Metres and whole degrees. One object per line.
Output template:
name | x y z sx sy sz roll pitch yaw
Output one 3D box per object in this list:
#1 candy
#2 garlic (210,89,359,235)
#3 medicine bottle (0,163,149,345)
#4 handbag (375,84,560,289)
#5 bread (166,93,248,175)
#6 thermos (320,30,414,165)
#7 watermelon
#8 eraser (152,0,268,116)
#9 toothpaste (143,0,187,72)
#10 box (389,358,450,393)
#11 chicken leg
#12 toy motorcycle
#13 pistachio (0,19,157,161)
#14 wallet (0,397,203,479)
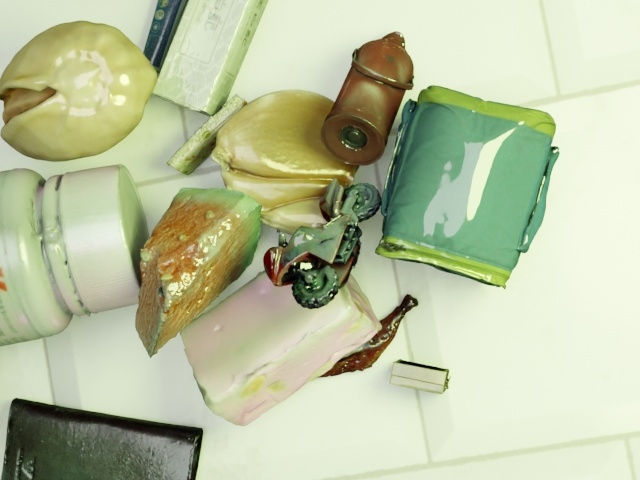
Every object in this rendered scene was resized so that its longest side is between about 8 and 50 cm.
candy | -0.062 0.134 1.563 0.265 0.116 0.155 -35 55 6
garlic | -0.048 -0.118 1.603 0.227 0.110 0.217 16 78 -8
medicine bottle | -0.426 0.019 1.588 0.324 0.256 0.256 -10 86 1
handbag | 0.197 -0.069 1.477 0.222 0.263 0.241 16 92 3
bread | -0.166 -0.159 1.644 0.153 0.068 0.028 -43 80 5
thermos | 0.076 -0.217 1.559 0.098 0.124 0.232 24 50 -2
watermelon | -0.194 0.042 1.521 0.139 0.193 0.257 23 53 13
eraser | -0.128 -0.387 1.634 0.096 0.098 0.404 23 92 9
toothpaste | -0.244 -0.336 1.684 0.057 0.035 0.197 17 87 5
box | 0.147 0.198 1.566 0.083 0.079 0.035 10 88 10
chicken leg | 0.054 0.148 1.604 0.205 0.053 0.093 -15 71 5
toy motorcycle | 0.000 0.001 1.489 0.122 0.082 0.213 15 58 23
pistachio | -0.372 -0.216 1.595 0.318 0.213 0.194 -6 95 52
wallet | -0.346 0.349 1.665 0.317 0.045 0.173 8 87 12
